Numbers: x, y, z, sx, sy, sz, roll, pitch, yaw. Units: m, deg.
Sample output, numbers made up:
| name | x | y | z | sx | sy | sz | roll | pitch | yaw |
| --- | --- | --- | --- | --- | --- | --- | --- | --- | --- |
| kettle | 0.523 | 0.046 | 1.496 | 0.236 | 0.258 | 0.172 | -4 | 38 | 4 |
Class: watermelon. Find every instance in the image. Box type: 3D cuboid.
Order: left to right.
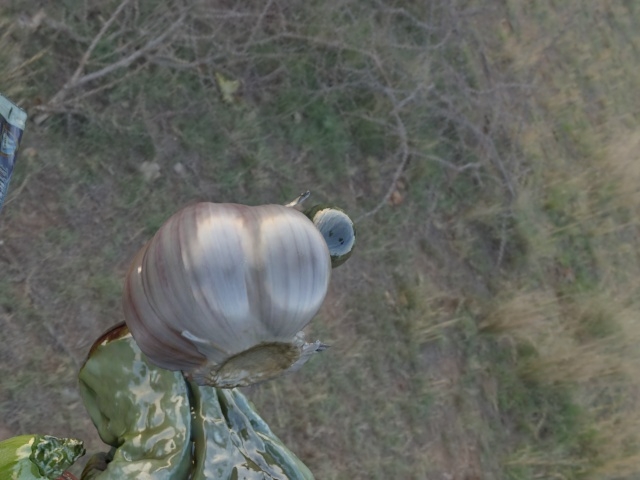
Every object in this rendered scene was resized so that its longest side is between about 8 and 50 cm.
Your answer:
| name | x | y | z | sx | sy | sz | roll | pitch | yaw |
| --- | --- | --- | --- | --- | --- | --- | --- | --- | --- |
| watermelon | 0.000 | 0.000 | 1.252 | 0.105 | 0.105 | 0.133 | 59 | 37 | -11 |

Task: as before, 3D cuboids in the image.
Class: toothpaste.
| name | x | y | z | sx | sy | sz | roll | pitch | yaw |
| --- | --- | --- | --- | --- | --- | --- | --- | --- | --- |
| toothpaste | -0.505 | -0.021 | 1.166 | 0.099 | 0.061 | 0.392 | 65 | 39 | -79 |

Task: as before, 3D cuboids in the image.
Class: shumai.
| name | x | y | z | sx | sy | sz | roll | pitch | yaw |
| --- | --- | --- | --- | --- | --- | --- | --- | --- | --- |
| shumai | -0.153 | 0.210 | 0.937 | 0.304 | 0.309 | 0.264 | -5 | 84 | -20 |

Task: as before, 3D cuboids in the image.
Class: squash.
| name | x | y | z | sx | sy | sz | roll | pitch | yaw |
| --- | --- | --- | --- | --- | --- | --- | --- | --- | --- |
| squash | -0.354 | 0.271 | 0.980 | 0.105 | 0.132 | 0.105 | 42 | 25 | -24 |

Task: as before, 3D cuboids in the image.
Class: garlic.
| name | x | y | z | sx | sy | sz | roll | pitch | yaw |
| --- | --- | --- | --- | --- | --- | --- | --- | --- | --- |
| garlic | -0.064 | 0.050 | 0.822 | 0.256 | 0.207 | 0.207 | -28 | 94 | -58 |

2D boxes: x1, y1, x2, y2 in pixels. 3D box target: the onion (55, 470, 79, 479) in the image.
| name | x | y | z | sx | sy | sz | roll | pitch | yaw |
| --- | --- | --- | --- | --- | --- | --- | --- | --- | --- |
| onion | -0.479 | 0.437 | 1.329 | 0.272 | 0.272 | 0.195 | 5 | 95 | -50 |
